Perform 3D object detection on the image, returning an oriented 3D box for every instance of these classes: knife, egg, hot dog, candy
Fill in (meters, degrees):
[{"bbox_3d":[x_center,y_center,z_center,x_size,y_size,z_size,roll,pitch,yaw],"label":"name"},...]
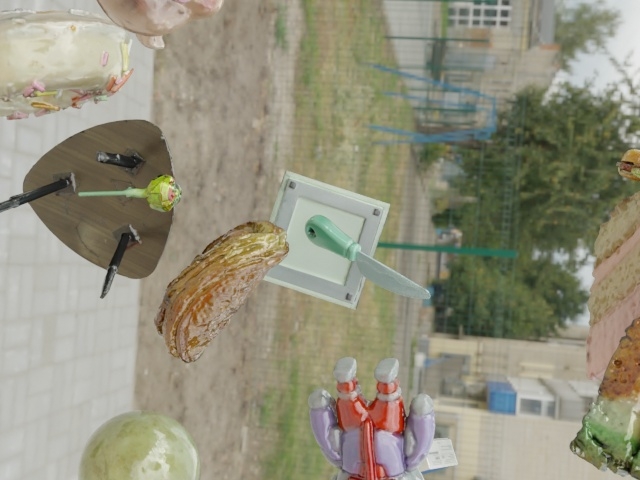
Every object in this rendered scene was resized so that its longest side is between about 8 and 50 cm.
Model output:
[{"bbox_3d":[0.076,0.040,1.431,0.034,0.260,0.063,-35,150,-39],"label":"knife"},{"bbox_3d":[-0.328,0.431,1.564,0.295,0.218,0.219,70,26,-70],"label":"egg"},{"bbox_3d":[-0.170,0.070,1.391,0.272,0.122,0.196,-51,-176,18],"label":"hot dog"},{"bbox_3d":[-0.327,-0.081,1.427,0.058,0.193,0.062,43,50,-68],"label":"candy"},{"bbox_3d":[0.518,-0.106,1.275,0.041,0.133,0.056,-72,170,-47],"label":"hot dog"}]

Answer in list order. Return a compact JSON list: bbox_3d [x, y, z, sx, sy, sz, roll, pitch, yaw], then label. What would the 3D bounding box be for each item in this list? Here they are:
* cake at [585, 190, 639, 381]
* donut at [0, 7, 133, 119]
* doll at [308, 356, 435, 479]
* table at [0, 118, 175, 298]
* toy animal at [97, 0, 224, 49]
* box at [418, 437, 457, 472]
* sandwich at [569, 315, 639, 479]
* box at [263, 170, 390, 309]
[{"bbox_3d":[0.612,0.099,1.344,0.293,0.314,0.307,113,-4,-60],"label":"cake"},{"bbox_3d":[-0.532,-0.312,1.530,0.382,0.382,0.143,-26,106,-79],"label":"donut"},{"bbox_3d":[0.044,0.198,0.640,0.075,0.102,0.228,-50,135,-65],"label":"doll"},{"bbox_3d":[-0.418,-0.073,1.514,0.249,0.317,0.317,-65,158,-75],"label":"table"},{"bbox_3d":[-0.159,-0.341,0.953,0.166,0.250,0.154,43,11,-29],"label":"toy animal"},{"bbox_3d":[0.144,0.373,1.408,0.130,0.129,0.051,21,50,-59],"label":"box"},{"bbox_3d":[0.404,0.157,0.895,0.292,0.109,0.212,18,88,-42],"label":"sandwich"},{"bbox_3d":[0.000,0.000,1.719,0.117,0.224,0.225,-169,-83,-87],"label":"box"}]
